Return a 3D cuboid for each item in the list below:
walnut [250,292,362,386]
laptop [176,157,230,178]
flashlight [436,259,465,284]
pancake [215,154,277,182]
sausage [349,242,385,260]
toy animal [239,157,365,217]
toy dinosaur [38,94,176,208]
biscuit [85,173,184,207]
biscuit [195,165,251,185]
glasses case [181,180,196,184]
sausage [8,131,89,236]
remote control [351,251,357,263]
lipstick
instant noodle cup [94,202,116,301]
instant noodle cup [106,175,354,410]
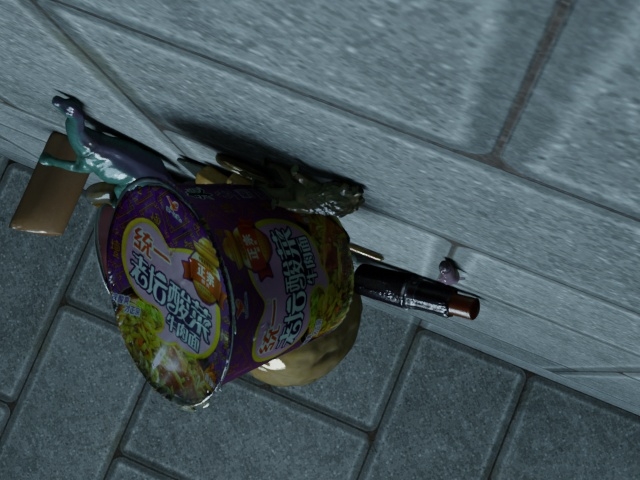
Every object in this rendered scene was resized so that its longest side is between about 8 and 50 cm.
[{"bbox_3d":[-0.080,0.160,2.044,0.381,0.381,0.381,22,174,2],"label":"walnut"},{"bbox_3d":[-0.126,-0.087,1.650,0.269,0.015,0.187,21,174,13],"label":"laptop"},{"bbox_3d":[0.223,0.054,1.542,0.052,0.031,0.110,-4,163,14],"label":"flashlight"},{"bbox_3d":[-0.118,-0.112,1.415,0.115,0.011,0.115,21,176,2],"label":"pancake"},{"bbox_3d":[0.088,0.022,1.835,0.100,0.015,0.015,21,174,14],"label":"sausage"},{"bbox_3d":[-0.041,-0.072,1.220,0.220,0.069,0.086,21,-176,37],"label":"toy animal"},{"bbox_3d":[-0.352,-0.148,1.645,0.383,0.129,0.331,24,165,-27],"label":"toy dinosaur"},{"bbox_3d":[-0.378,-0.087,2.072,0.237,0.062,0.291,-7,160,26],"label":"biscuit"},{"bbox_3d":[-0.120,-0.042,1.552,0.239,0.041,0.212,0,128,45],"label":"biscuit"},{"bbox_3d":[-0.127,-0.042,1.673,0.299,0.060,0.114,19,169,30],"label":"glasses case"},{"bbox_3d":[-0.627,-0.122,2.082,0.123,0.252,0.123,20,169,4],"label":"sausage"},{"bbox_3d":[0.000,0.000,1.932,0.184,0.027,0.050,29,169,-16],"label":"remote control"},{"bbox_3d":[0.206,0.116,1.931,0.300,0.081,0.081,15,171,33],"label":"lipstick"},{"bbox_3d":[-0.338,0.009,1.943,0.255,0.244,0.244,-10,170,5],"label":"instant noodle cup"},{"bbox_3d":[-0.128,0.058,1.331,0.266,0.339,0.340,-11,-161,-41],"label":"instant noodle cup"}]
